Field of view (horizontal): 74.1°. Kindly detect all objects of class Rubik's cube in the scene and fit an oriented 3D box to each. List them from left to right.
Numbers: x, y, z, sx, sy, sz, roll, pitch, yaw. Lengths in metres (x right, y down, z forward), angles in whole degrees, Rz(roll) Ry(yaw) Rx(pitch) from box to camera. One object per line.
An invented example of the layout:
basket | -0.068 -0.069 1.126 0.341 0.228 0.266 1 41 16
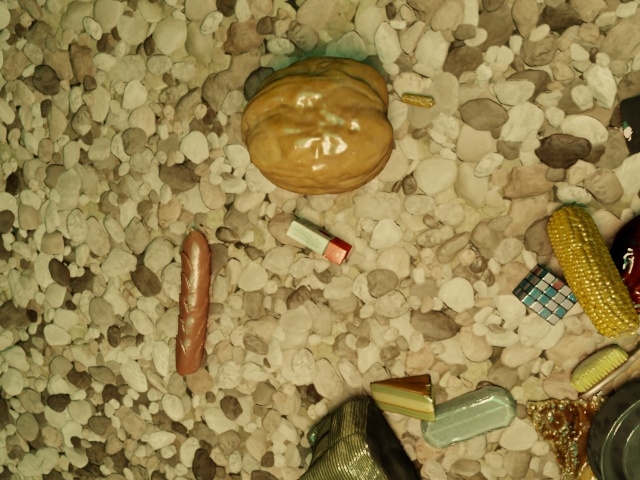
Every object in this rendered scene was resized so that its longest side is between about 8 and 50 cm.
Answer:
Rubik's cube | 0.516 0.123 0.974 0.092 0.092 0.092 37 103 6

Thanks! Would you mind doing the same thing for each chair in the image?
chair | 0.772 -0.267 0.870 0.145 0.221 0.140 -16 93 -29

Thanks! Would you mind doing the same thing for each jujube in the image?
jujube | 0.693 0.052 0.893 0.168 0.168 0.236 31 107 7

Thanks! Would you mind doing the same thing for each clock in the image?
clock | 0.747 0.456 0.938 0.312 0.061 0.312 -1 99 -4

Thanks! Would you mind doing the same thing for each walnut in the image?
walnut | -0.013 -0.249 0.948 0.344 0.306 0.306 -9 95 12

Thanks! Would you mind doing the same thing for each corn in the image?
corn | 0.235 -0.336 1.014 0.083 0.027 0.028 16 121 11
corn | 0.564 0.053 0.901 0.101 0.101 0.310 -12 61 14

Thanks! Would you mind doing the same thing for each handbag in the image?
handbag | 0.100 0.589 1.042 0.240 0.247 0.341 -32 95 15

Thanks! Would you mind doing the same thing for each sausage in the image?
sausage | -0.354 0.177 1.179 0.088 0.088 0.433 7 99 11

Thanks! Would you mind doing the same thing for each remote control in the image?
remote control | 0.369 0.448 1.068 0.247 0.052 0.104 -30 88 17

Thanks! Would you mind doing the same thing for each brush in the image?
brush | 0.700 0.246 0.965 0.313 0.072 0.067 -45 72 13

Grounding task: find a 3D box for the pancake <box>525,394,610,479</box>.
pancake | 0.602 0.479 1.013 0.244 0.057 0.266 24 98 7

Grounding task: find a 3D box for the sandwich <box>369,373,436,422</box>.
sandwich | 0.203 0.402 1.065 0.163 0.113 0.079 -12 94 14

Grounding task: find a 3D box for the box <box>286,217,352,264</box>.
box | 0.000 0.000 1.069 0.152 0.100 0.048 32 105 7
